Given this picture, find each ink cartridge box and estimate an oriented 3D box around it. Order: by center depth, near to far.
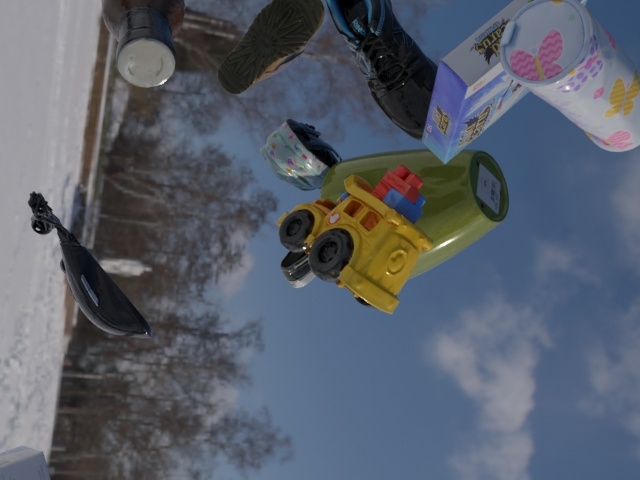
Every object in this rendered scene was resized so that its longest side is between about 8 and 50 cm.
[{"bbox_3d":[-0.428,0.310,1.031,0.104,0.180,0.060,-12,-87,56],"label":"ink cartridge box"}]

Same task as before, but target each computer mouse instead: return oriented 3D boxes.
[{"bbox_3d":[-0.349,0.052,1.244,0.262,0.060,0.184,52,-15,-7],"label":"computer mouse"}]

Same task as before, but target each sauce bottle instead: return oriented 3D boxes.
[{"bbox_3d":[-0.234,-0.325,1.131,0.345,0.111,0.111,-105,-152,-43],"label":"sauce bottle"}]

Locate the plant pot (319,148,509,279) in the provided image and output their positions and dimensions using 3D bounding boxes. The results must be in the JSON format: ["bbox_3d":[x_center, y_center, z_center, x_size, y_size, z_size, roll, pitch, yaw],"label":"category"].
[{"bbox_3d":[0.197,-0.065,1.625,0.293,0.274,0.275,-17,-116,39],"label":"plant pot"}]

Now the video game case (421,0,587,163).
[{"bbox_3d":[0.269,-0.254,1.265,0.061,0.244,0.269,48,-10,14],"label":"video game case"}]

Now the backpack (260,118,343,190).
[{"bbox_3d":[-0.040,-0.175,1.774,0.115,0.182,0.152,-47,-112,10],"label":"backpack"}]

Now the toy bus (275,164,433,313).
[{"bbox_3d":[0.065,-0.028,1.318,0.211,0.149,0.220,-56,-137,3],"label":"toy bus"}]

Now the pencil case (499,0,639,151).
[{"bbox_3d":[0.331,-0.203,1.068,0.124,0.273,0.114,39,-77,38],"label":"pencil case"}]

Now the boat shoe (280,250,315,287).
[{"bbox_3d":[0.000,0.000,1.793,0.077,0.070,0.219,19,-120,43],"label":"boat shoe"}]

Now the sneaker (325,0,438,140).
[{"bbox_3d":[0.097,-0.315,1.437,0.125,0.139,0.341,-35,-99,25],"label":"sneaker"}]

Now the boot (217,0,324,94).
[{"bbox_3d":[-0.063,-0.369,1.537,0.236,0.089,0.269,-34,-172,23],"label":"boot"}]
